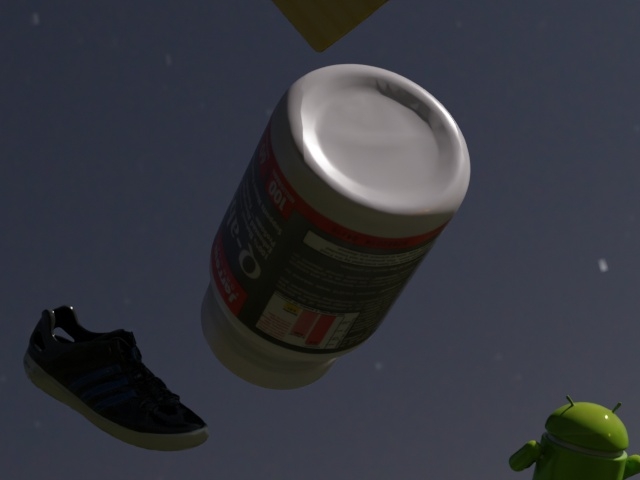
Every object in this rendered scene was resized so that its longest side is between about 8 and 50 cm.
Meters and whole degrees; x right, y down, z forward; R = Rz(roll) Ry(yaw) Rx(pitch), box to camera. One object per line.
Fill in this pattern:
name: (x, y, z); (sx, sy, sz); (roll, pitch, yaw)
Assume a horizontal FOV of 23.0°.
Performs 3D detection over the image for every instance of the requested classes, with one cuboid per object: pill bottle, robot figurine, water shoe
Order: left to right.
water shoe: (-0.187, 0.124, 1.434); (0.073, 0.203, 0.080); (-18, -53, -61)
pill bottle: (0.000, 0.000, 1.680); (0.210, 0.210, 0.363); (-1, -34, -23)
robot figurine: (0.200, 0.177, 1.218); (0.101, 0.115, 0.067); (9, 9, -14)

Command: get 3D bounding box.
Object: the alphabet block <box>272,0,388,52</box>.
alphabet block: (0.029, -0.317, 1.351); (0.192, 0.197, 0.193); (-33, 13, 45)
